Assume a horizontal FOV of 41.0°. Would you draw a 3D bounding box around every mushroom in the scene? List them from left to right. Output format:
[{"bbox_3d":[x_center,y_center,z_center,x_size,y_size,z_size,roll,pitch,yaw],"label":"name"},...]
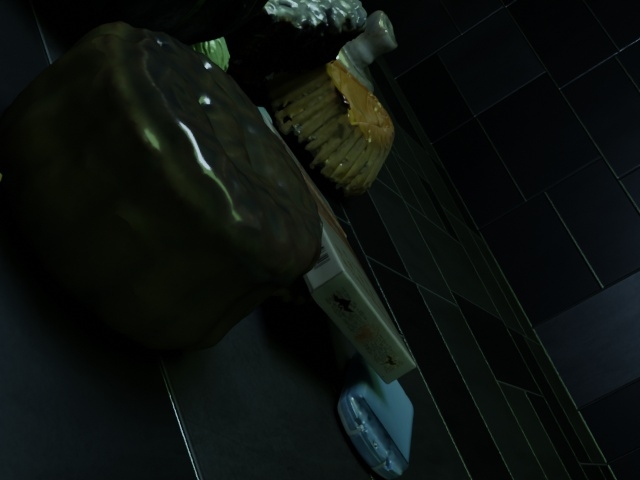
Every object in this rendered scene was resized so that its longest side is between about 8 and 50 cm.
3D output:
[{"bbox_3d":[0.057,-0.402,1.825,0.243,0.244,0.243,51,18,-23],"label":"mushroom"}]

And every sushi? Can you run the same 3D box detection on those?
[{"bbox_3d":[-0.073,-0.335,1.310,0.196,0.182,0.343,48,35,18],"label":"sushi"}]

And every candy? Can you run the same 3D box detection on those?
[{"bbox_3d":[-0.108,-0.168,1.055,0.092,0.093,0.335,-2,42,-40],"label":"candy"}]

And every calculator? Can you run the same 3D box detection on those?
[{"bbox_3d":[0.073,0.212,1.077,0.121,0.039,0.210,57,16,-9],"label":"calculator"}]

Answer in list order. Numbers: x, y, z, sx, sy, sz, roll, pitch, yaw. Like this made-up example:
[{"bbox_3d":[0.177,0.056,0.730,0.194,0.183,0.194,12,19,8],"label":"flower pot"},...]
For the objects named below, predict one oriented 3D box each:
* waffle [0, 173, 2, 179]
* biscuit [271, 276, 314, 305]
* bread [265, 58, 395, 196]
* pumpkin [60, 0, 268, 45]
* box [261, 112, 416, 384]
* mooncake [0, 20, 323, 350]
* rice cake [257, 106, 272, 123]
[{"bbox_3d":[-0.307,-0.107,0.526,0.250,0.056,0.261,35,30,-52],"label":"waffle"},{"bbox_3d":[-0.098,-0.029,1.022,0.273,0.036,0.187,58,15,0],"label":"biscuit"},{"bbox_3d":[0.028,-0.213,1.537,0.274,0.149,0.274,46,27,-32],"label":"bread"},{"bbox_3d":[-0.188,-0.371,0.980,0.323,0.241,0.323,35,33,-27],"label":"pumpkin"},{"bbox_3d":[0.001,-0.001,1.111,0.204,0.051,0.365,52,7,-40],"label":"box"},{"bbox_3d":[-0.130,-0.052,0.750,0.290,0.161,0.290,50,17,-21],"label":"mooncake"},{"bbox_3d":[-0.112,-0.175,1.260,0.042,0.030,0.180,60,17,0],"label":"rice cake"}]
